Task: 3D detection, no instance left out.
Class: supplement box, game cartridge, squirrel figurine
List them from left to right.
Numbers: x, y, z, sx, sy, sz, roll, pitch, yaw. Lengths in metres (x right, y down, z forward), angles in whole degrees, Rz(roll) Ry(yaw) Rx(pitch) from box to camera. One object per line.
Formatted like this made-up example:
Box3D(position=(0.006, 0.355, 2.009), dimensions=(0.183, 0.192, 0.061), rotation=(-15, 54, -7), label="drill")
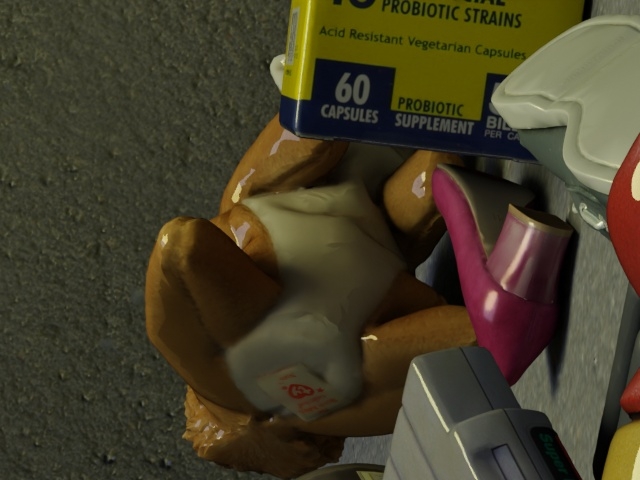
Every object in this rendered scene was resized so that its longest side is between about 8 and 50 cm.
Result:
Box3D(position=(0.000, 0.000, 1.778), dimensions=(0.397, 0.281, 0.370), rotation=(107, 174, -51), label="squirrel figurine")
Box3D(position=(0.089, -0.243, 1.445), dimensions=(0.195, 0.194, 0.357), rotation=(-132, 48, -83), label="supplement box")
Box3D(position=(0.109, 0.246, 0.967), dimensions=(0.355, 0.068, 0.230), rotation=(-116, 32, -45), label="game cartridge")

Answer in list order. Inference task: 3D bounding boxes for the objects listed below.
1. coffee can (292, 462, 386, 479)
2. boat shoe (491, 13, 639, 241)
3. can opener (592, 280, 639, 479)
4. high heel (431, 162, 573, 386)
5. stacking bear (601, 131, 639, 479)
Box3D(position=(0.040, 0.273, 1.347), dimensions=(0.275, 0.201, 0.202), rotation=(-148, 64, -83), label="coffee can")
Box3D(position=(0.177, -0.045, 1.002), dimensions=(0.099, 0.116, 0.319), rotation=(53, 177, -15), label="boat shoe")
Box3D(position=(0.139, 0.123, 1.014), dimensions=(0.283, 0.095, 0.076), rotation=(92, 180, -46), label="can opener")
Box3D(position=(0.119, 0.018, 1.447), dimensions=(0.244, 0.082, 0.117), rotation=(-137, 62, -67), label="high heel")
Box3D(position=(0.144, 0.081, 0.571), dimensions=(0.164, 0.175, 0.289), rotation=(-10, 78, 53), label="stacking bear")
